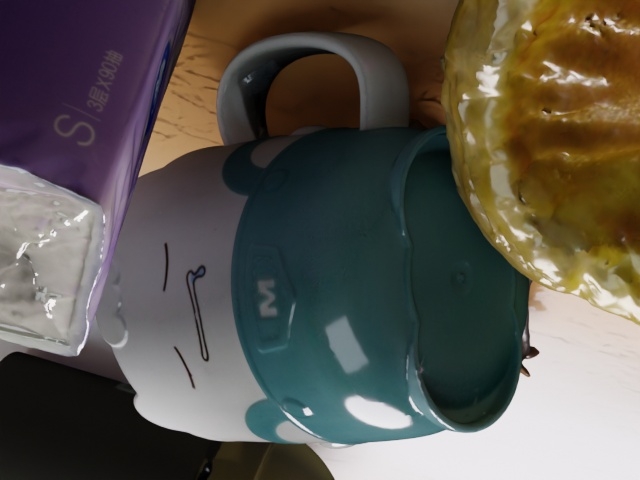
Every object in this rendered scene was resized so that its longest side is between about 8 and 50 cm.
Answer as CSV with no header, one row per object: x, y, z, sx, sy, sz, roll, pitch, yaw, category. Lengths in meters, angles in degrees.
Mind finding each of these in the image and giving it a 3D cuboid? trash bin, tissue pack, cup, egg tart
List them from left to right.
-0.214,-0.120,1.012,0.242,0.338,0.160,14,136,-4,tissue pack
-0.140,0.230,1.400,0.333,0.214,0.214,17,134,5,trash bin
0.000,0.000,1.129,0.257,0.219,0.290,-5,89,45,cup
0.262,-0.104,0.988,0.387,0.169,0.388,4,125,6,egg tart

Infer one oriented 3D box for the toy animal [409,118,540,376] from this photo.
0.136,-0.006,1.202,0.229,0.066,0.224,43,133,-17,toy animal
